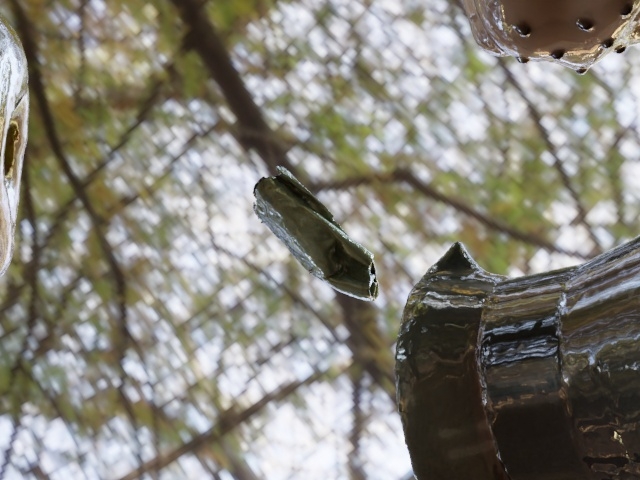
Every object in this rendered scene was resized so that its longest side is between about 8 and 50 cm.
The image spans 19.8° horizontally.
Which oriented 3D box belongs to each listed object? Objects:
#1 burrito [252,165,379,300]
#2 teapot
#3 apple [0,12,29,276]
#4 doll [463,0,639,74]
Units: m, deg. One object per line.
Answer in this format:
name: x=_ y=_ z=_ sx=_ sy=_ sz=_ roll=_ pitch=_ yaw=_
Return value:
burrito: x=0.000 y=0.001 z=1.366 sx=0.044 sy=0.118 sz=0.074 roll=-39 pitch=-17 yaw=-16
teapot: x=0.247 y=0.104 z=1.149 sx=0.253 sy=0.344 sz=0.300 roll=-5 pitch=-97 yaw=-60
apple: x=-0.317 y=-0.071 z=1.261 sx=0.226 sy=0.246 sz=0.246 roll=6 pitch=-63 yaw=-3
doll: x=0.199 y=-0.203 z=1.184 sx=0.154 sy=0.119 sz=0.278 roll=-1 pitch=-22 yaw=-29
